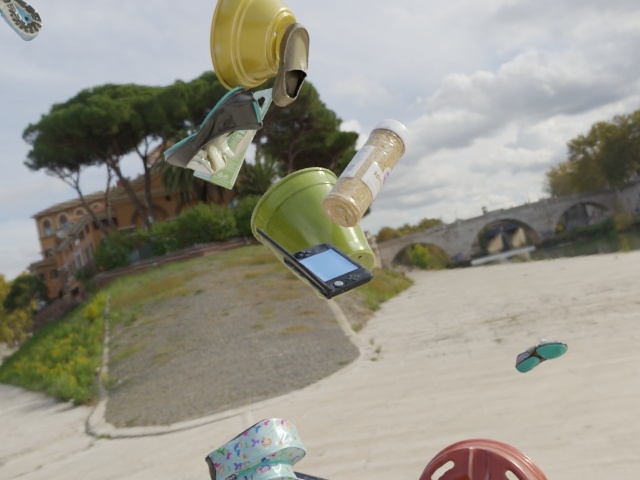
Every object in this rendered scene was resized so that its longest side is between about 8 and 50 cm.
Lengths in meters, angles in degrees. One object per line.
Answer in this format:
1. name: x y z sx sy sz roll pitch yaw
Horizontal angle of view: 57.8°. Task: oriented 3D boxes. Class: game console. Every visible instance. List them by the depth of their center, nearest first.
1. game console: -0.008 0.017 0.746 0.107 0.071 0.122 -20 31 -23

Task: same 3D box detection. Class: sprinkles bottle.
1. sprinkles bottle: 0.136 -0.197 1.660 0.121 0.121 0.355 -19 30 53

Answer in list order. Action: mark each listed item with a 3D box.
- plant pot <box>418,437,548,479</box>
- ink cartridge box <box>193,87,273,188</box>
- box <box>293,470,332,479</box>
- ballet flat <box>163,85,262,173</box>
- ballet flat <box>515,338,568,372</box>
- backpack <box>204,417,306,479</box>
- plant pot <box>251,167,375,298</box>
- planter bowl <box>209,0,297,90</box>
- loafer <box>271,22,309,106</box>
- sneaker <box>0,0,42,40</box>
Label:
1. plant pot: 0.275 0.469 0.995 0.272 0.273 0.265 -14 -27 13
2. ink cartridge box: -0.188 -0.231 1.253 0.056 0.235 0.171 23 0 -25
3. box: -0.021 0.900 1.760 0.296 0.183 0.294 12 33 6
4. ballet flat: -0.206 -0.184 1.102 0.280 0.096 0.095 -26 8 46
5. ballet flat: 0.395 0.199 1.043 0.041 0.041 0.114 -10 -26 -40
6. backpack: -0.167 0.624 1.641 0.253 0.191 0.225 -39 -37 3
7. plant pot: 0.000 0.000 2.007 0.366 0.353 0.367 -25 -34 -18
8. planter bowl: -0.101 -0.371 1.061 0.090 0.217 0.217 20 9 22
9. loafer: -0.045 -0.311 1.032 0.056 0.148 0.050 4 12 -38
10. sneaker: -0.588 -0.442 1.079 0.063 0.162 0.073 -37 10 -33
